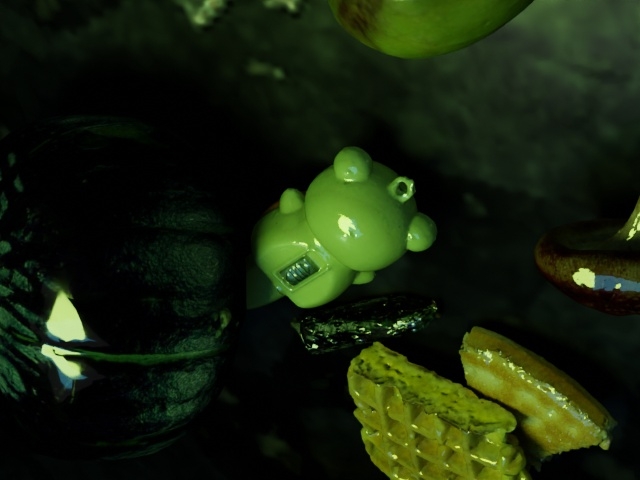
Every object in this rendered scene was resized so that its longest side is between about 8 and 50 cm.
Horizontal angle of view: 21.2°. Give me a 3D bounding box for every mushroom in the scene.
[{"bbox_3d":[0.309,-0.040,1.528,0.227,0.148,0.217,7,112,14],"label":"mushroom"}]

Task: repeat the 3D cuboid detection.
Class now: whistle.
[{"bbox_3d":[0.000,0.000,1.742,0.131,0.106,0.288,45,135,-13],"label":"whistle"}]

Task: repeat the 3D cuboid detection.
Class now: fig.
[{"bbox_3d":[0.106,-0.259,1.420,0.225,0.203,0.203,-16,128,-9],"label":"fig"}]

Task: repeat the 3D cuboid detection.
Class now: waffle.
[{"bbox_3d":[0.138,0.240,1.854,0.229,0.057,0.219,27,145,32],"label":"waffle"}]

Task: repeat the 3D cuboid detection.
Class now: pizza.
[{"bbox_3d":[0.218,0.183,1.805,0.188,0.062,0.199,38,144,16],"label":"pizza"}]

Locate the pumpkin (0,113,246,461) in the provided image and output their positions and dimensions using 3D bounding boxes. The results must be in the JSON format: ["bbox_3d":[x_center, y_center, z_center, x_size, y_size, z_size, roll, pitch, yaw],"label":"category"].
[{"bbox_3d":[-0.237,0.045,1.767,0.363,0.266,0.363,18,111,56],"label":"pumpkin"}]

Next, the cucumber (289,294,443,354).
[{"bbox_3d":[0.048,0.088,1.834,0.181,0.053,0.053,-13,119,35],"label":"cucumber"}]
